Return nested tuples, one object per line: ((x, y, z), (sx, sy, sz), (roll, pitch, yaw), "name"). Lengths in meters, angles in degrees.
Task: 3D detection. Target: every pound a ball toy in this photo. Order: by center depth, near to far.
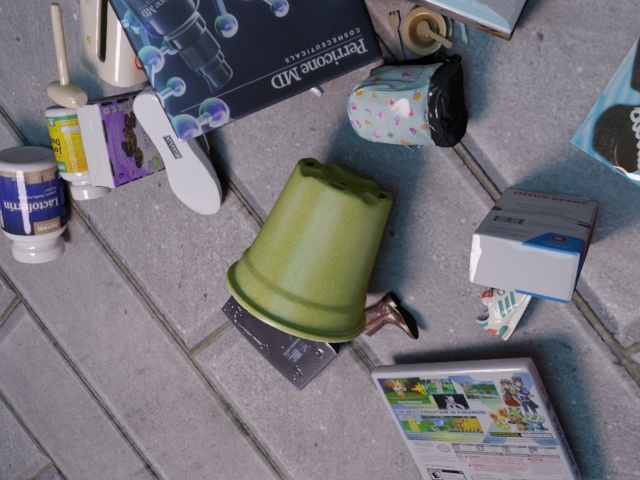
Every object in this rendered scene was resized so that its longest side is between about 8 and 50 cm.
((-0.367, -0.391, 1.145), (0.136, 0.208, 0.319), (31, 130, 15), "pound a ball toy")

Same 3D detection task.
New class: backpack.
((0.136, -0.223, 1.039), (0.182, 0.115, 0.152), (12, 129, 32), "backpack")

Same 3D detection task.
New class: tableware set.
((0.153, -0.385, 1.011), (0.128, 0.039, 0.194), (-6, 107, 32), "tableware set")

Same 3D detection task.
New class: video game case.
((0.291, 0.357, 1.213), (0.329, 0.036, 0.300), (-12, 111, 40), "video game case")

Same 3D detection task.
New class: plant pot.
((0.000, 0.000, 1.153), (0.276, 0.276, 0.254), (29, 112, 17), "plant pot")

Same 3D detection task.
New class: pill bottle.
((-0.539, -0.203, 1.449), (0.118, 0.117, 0.208), (5, 114, 29), "pill bottle")
((-0.709, -0.087, 1.578), (0.153, 0.153, 0.264), (17, 119, 24), "pill bottle")

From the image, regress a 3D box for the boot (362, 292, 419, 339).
((0.127, 0.171, 1.268), (0.114, 0.037, 0.106), (-39, 75, 33), "boot")

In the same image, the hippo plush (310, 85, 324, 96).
((-0.188, -0.348, 1.151), (0.236, 0.294, 0.234), (-8, 88, 59), "hippo plush")

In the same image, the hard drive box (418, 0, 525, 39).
((0.176, -0.366, 0.892), (0.232, 0.181, 0.089), (26, 109, 9), "hard drive box")

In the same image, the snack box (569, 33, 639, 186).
((0.501, -0.218, 0.840), (0.187, 0.060, 0.322), (42, 127, 26), "snack box")

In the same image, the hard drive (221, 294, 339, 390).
((-0.084, 0.187, 1.389), (0.255, 0.054, 0.172), (44, 125, 7), "hard drive")

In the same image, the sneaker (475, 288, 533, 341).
((0.321, 0.098, 1.110), (0.075, 0.057, 0.161), (24, 124, 13), "sneaker")

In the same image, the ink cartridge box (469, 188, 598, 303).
((0.328, 0.000, 0.975), (0.148, 0.203, 0.086), (12, 118, 26), "ink cartridge box")

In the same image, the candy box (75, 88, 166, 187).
((-0.385, -0.213, 1.305), (0.070, 0.196, 0.164), (7, 114, 29), "candy box")

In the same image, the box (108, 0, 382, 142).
((-0.133, -0.379, 0.847), (0.293, 0.212, 0.395), (-23, 112, 2), "box")

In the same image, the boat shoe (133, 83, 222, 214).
((-0.274, -0.191, 1.312), (0.108, 0.102, 0.301), (-7, 128, 25), "boat shoe")
